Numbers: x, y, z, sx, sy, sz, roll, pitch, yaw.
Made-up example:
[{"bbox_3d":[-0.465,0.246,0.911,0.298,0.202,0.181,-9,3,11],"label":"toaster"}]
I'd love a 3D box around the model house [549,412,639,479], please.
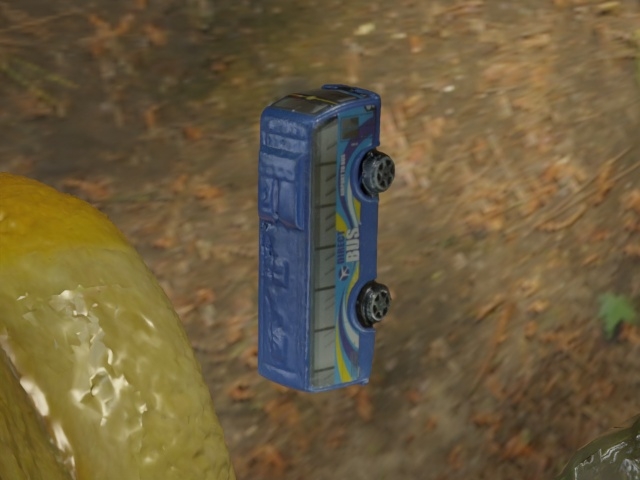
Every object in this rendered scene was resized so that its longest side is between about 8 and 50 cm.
[{"bbox_3d":[0.145,0.240,0.443,0.400,0.395,0.445,-35,82,22],"label":"model house"}]

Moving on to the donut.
[{"bbox_3d":[-0.093,0.054,0.635,0.190,0.075,0.174,-9,103,58],"label":"donut"}]

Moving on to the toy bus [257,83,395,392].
[{"bbox_3d":[0.000,0.000,0.996,0.051,0.061,0.153,14,110,42],"label":"toy bus"}]
